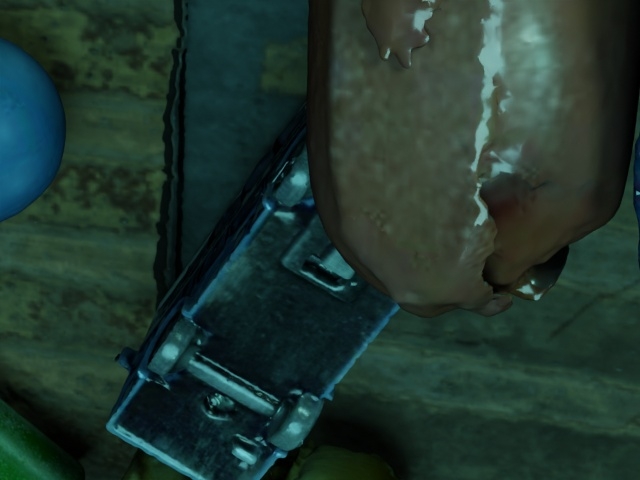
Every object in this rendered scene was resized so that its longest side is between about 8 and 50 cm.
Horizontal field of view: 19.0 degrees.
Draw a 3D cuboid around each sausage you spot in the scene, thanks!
[{"bbox_3d":[0.068,-0.106,0.829,0.152,0.152,0.279,3,104,7],"label":"sausage"}]

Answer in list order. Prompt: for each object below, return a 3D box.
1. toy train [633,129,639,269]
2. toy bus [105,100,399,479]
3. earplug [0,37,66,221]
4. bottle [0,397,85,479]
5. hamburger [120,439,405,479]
[{"bbox_3d":[0.234,-0.108,0.826,0.188,0.265,0.300,7,121,18],"label":"toy train"},{"bbox_3d":[0.000,0.000,1.030,0.106,0.131,0.297,31,123,-10],"label":"toy bus"},{"bbox_3d":[-0.267,-0.028,1.020,0.273,0.132,0.132,-23,121,-10],"label":"earplug"},{"bbox_3d":[-0.292,0.075,1.147,0.330,0.093,0.093,40,120,-17],"label":"bottle"},{"bbox_3d":[-0.068,0.286,1.154,0.195,0.277,0.318,16,130,9],"label":"hamburger"}]
